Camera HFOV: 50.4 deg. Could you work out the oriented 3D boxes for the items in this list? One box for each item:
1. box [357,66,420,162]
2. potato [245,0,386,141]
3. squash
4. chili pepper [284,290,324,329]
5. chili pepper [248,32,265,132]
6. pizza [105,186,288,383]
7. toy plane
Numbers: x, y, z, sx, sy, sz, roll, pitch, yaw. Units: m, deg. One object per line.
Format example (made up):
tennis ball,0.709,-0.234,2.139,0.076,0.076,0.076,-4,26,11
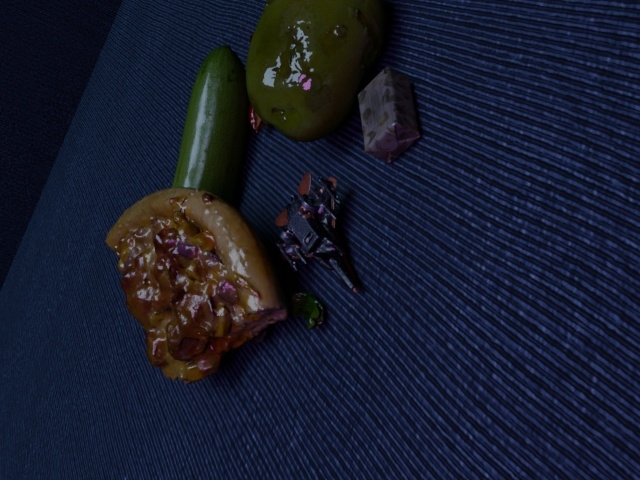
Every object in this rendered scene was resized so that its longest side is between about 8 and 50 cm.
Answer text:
box,0.079,-0.147,0.794,0.062,0.045,0.098,-41,43,39
potato,-0.007,-0.252,0.887,0.186,0.148,0.253,-24,54,51
squash,-0.183,-0.127,1.117,0.107,0.107,0.395,-9,70,55
chili pepper,-0.019,0.083,0.833,0.091,0.034,0.030,29,130,57
chili pepper,-0.092,-0.283,1.130,0.050,0.059,0.268,80,-170,-66
pizza,-0.189,0.060,0.951,0.409,0.114,0.278,28,111,46
toy plane,-0.003,-0.001,0.818,0.130,0.061,0.189,-55,35,20
